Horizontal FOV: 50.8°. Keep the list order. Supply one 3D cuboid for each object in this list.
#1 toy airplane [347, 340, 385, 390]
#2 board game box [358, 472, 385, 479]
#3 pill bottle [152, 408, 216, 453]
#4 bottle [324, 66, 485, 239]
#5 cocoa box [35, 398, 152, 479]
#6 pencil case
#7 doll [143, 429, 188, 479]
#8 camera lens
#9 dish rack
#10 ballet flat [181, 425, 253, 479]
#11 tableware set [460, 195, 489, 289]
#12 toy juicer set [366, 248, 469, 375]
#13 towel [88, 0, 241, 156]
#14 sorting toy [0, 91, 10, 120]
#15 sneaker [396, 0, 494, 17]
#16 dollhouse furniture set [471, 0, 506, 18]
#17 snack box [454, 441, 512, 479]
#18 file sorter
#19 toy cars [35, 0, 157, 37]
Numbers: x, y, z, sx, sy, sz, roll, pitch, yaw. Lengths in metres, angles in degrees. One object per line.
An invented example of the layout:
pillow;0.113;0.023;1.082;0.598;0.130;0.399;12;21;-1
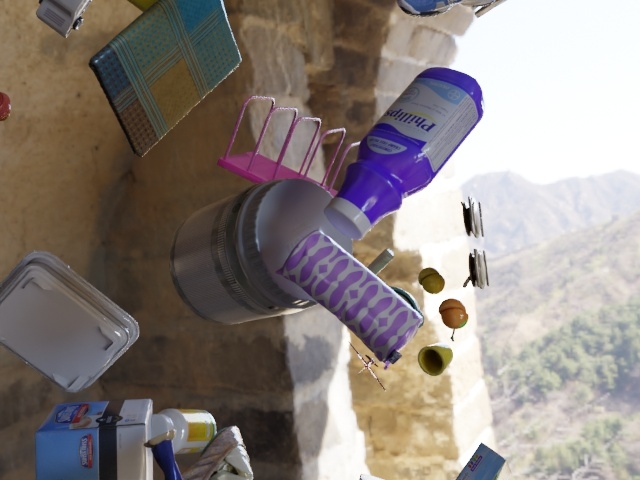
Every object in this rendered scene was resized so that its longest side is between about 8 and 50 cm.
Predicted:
toy airplane;0.111;0.295;1.599;0.028;0.151;0.151;-39;-5;10
board game box;0.080;0.709;1.497;0.086;0.308;0.302;18;-5;7
pill bottle;-0.378;0.506;1.784;0.118;0.117;0.208;-5;-15;24
bottle;0.116;-0.124;0.952;0.118;0.092;0.283;26;67;39
cocoa box;-0.494;0.553;1.500;0.228;0.346;0.231;-1;1;-11
pencil case;0.041;0.076;0.902;0.086;0.206;0.088;-29;-22;-52
doll;-0.193;0.363;0.943;0.046;0.189;0.129;-19;-12;-29
camera lens;-0.109;0.023;1.142;0.219;0.219;0.274;-8;-6;-42
dish rack;-0.646;0.215;1.640;0.285;0.333;0.072;-43;16;16
ballet flat;-0.182;0.425;1.170;0.106;0.107;0.316;11;15;17
tableware set;0.314;0.008;1.406;0.039;0.194;0.128;-7;-6;23
toy juicer set;0.182;0.137;1.523;0.329;0.209;0.090;36;30;28
towel;-0.324;-0.393;1.468;0.040;0.271;0.370;23;59;26
sorting toy;-0.499;-0.180;0.986;0.102;0.061;0.042;-14;-24;0
sneaker;0.239;-0.471;1.238;0.211;0.080;0.081;-17;-11;-11
dollhouse furniture set;0.321;-0.681;1.628;0.135;0.262;0.259;-31;-8;20
snack box;0.335;0.542;1.458;0.070;0.174;0.207;32;-13;31
file sorter;-0.058;-0.216;1.645;0.291;0.182;0.202;26;18;12
toy cars;-0.469;-0.587;1.540;0.394;0.176;0.087;-14;15;-5
